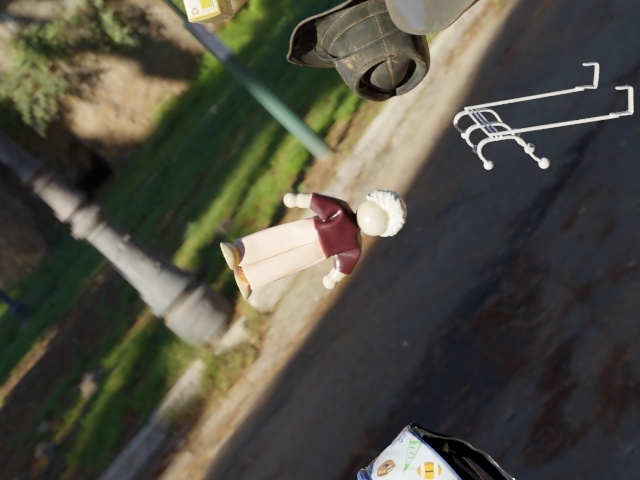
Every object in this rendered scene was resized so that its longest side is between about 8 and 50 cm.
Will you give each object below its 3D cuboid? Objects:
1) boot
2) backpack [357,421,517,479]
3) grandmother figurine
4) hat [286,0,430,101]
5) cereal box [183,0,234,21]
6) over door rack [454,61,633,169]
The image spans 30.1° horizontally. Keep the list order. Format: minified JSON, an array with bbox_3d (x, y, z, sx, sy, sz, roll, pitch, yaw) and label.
[{"bbox_3d":[0.199,-0.362,1.624,0.115,0.112,0.305,-26,5,-31],"label":"boot"},{"bbox_3d":[0.162,0.369,1.536,0.213,0.263,0.276,-37,-7,-7],"label":"backpack"},{"bbox_3d":[0.000,0.000,2.209,0.342,0.208,0.104,-23,36,1],"label":"grandmother figurine"},{"bbox_3d":[0.104,-0.306,1.943,0.331,0.134,0.331,-21,-9,-4],"label":"hat"},{"bbox_3d":[-0.165,-0.392,1.482,0.047,0.240,0.173,-14,10,4],"label":"cereal box"},{"bbox_3d":[0.453,-0.241,2.410,0.324,0.108,0.239,-20,22,1],"label":"over door rack"}]
